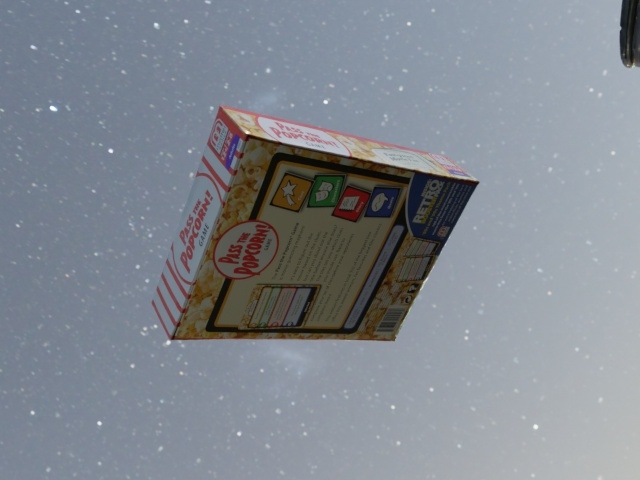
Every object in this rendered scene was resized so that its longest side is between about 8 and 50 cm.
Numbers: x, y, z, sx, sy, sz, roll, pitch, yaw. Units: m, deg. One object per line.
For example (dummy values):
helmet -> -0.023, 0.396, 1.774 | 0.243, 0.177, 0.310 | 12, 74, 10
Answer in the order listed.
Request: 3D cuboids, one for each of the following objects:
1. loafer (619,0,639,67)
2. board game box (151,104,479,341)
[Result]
loafer -> 0.205, -0.168, 0.362 | 0.062, 0.061, 0.170 | -36, -38, -48
board game box -> 0.000, 0.000, 0.481 | 0.193, 0.045, 0.147 | 7, -62, -36
